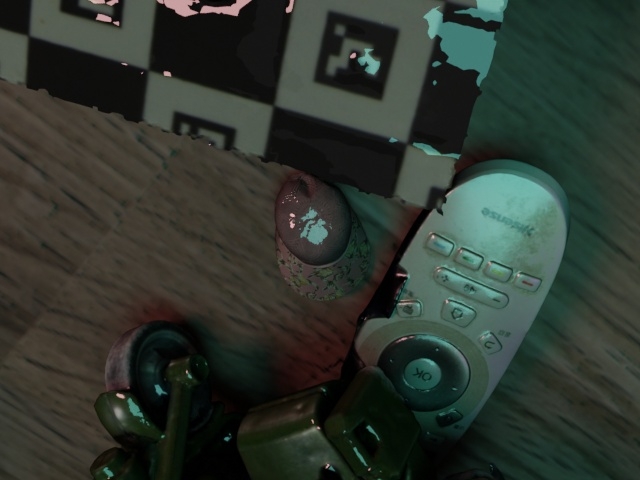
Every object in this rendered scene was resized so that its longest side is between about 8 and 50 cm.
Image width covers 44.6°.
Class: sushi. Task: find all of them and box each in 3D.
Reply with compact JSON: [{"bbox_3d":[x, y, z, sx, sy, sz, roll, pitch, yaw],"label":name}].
[{"bbox_3d":[-0.061,-0.230,0.331,0.343,0.064,0.359,17,113,9],"label":"sushi"}]

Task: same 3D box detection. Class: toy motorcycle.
[{"bbox_3d":[-0.003,0.157,0.459,0.205,0.127,0.275,-23,113,31],"label":"toy motorcycle"}]

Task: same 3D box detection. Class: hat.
[{"bbox_3d":[0.000,0.003,0.463,0.058,0.042,0.087,-8,114,2],"label":"hat"}]

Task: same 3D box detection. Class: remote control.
[{"bbox_3d":[0.070,0.062,0.491,0.097,0.045,0.256,26,113,-2],"label":"remote control"}]
